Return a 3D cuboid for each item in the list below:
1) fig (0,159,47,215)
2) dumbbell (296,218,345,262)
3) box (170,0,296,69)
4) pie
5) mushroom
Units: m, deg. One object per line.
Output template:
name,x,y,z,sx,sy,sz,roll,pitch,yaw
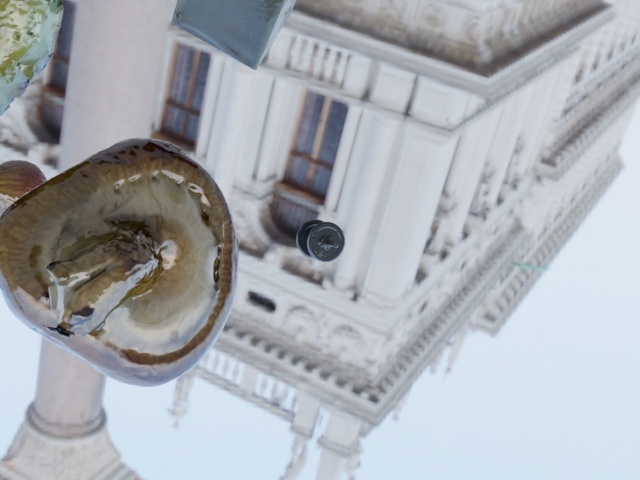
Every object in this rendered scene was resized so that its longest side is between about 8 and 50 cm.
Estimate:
fig,-0.509,-0.092,1.601,0.119,0.153,0.119,-5,-127,7
dumbbell,0.000,0.000,1.663,0.069,0.069,0.147,4,-175,-22
box,-0.098,-0.396,1.404,0.149,0.231,0.155,29,-127,-4
pie,-0.507,-0.312,1.282,0.288,0.354,0.103,-26,-164,9
mushroom,-0.242,0.035,1.267,0.345,0.345,0.260,-6,-176,-37
